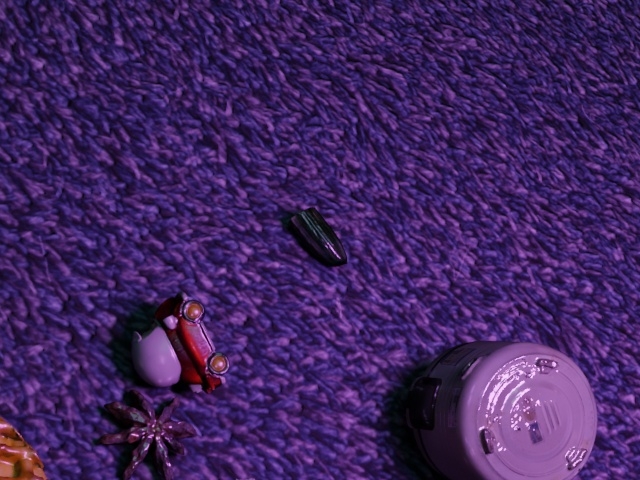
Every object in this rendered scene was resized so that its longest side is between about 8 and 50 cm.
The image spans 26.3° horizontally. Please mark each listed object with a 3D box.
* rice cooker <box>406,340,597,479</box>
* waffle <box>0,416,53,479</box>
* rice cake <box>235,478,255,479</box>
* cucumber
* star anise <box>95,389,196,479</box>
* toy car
[{"bbox_3d":[0.247,0.248,1.905,0.226,0.244,0.226,0,89,-20],"label":"rice cooker"},{"bbox_3d":[-0.459,0.303,1.585,0.324,0.151,0.261,48,56,5],"label":"waffle"},{"bbox_3d":[-0.072,0.388,1.793,0.033,0.029,0.171,-13,67,-25],"label":"rice cake"},{"bbox_3d":[0.000,0.000,2.049,0.048,0.048,0.105,-37,86,-37],"label":"cucumber"},{"bbox_3d":[-0.226,0.251,1.792,0.141,0.042,0.141,12,56,-19],"label":"star anise"},{"bbox_3d":[-0.196,0.151,1.835,0.112,0.112,0.139,-27,85,-20],"label":"toy car"}]
